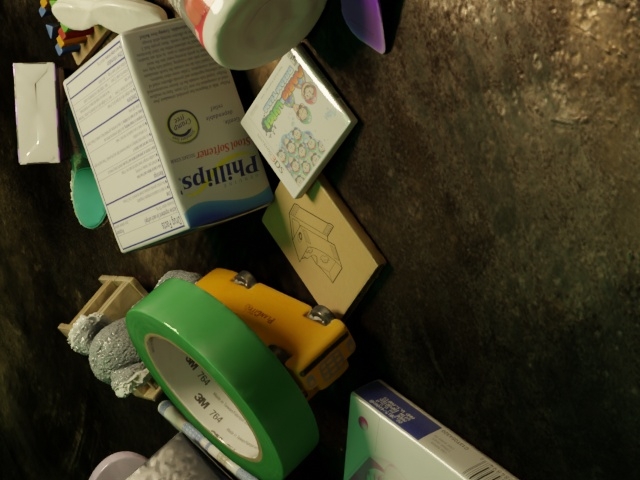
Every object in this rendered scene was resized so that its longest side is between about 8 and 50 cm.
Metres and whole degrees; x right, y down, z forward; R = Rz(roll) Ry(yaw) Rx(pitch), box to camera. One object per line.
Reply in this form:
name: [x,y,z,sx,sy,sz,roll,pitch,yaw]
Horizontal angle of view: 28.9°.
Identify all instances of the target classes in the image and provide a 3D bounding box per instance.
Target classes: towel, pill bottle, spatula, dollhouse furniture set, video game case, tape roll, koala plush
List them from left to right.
dollhouse furniture set: [-0.343,0.172,2.204,0.129,0.129,0.183,2,138,54]
koala plush: [-0.278,0.161,1.990,0.196,0.221,0.203,45,138,32]
pill bottle: [-0.144,-0.383,1.574,0.318,0.176,0.176,53,142,23]
tape roll: [-0.141,0.199,1.752,0.321,0.077,0.321,38,156,21]
towel: [-0.129,0.364,1.970,0.285,0.034,0.209,29,163,44]
video game case: [-0.031,-0.158,1.648,0.143,0.019,0.157,55,131,20]
spatula: [0.059,-0.360,1.436,0.084,0.030,0.296,40,136,39]

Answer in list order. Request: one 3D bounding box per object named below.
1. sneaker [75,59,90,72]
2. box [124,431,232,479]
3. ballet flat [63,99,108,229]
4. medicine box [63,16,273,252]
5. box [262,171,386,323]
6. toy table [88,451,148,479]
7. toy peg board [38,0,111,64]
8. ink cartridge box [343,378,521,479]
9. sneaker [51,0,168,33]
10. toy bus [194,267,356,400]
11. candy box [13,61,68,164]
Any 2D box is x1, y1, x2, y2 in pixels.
sneaker: [-0.351,-0.195,2.028,0.083,0.087,0.221,7,112,53]
box: [-0.149,0.494,1.921,0.294,0.183,0.296,42,169,33]
ballet flat: [-0.385,-0.141,2.119,0.091,0.077,0.241,3,111,7]
medicine box: [-0.229,-0.149,1.814,0.263,0.149,0.289,-16,94,60]
box: [0.000,0.000,1.708,0.201,0.021,0.164,55,143,20]
toy table: [-0.332,0.543,2.262,0.161,0.252,0.274,35,146,61]
toy peg board: [-0.426,-0.386,2.041,0.160,0.079,0.161,-31,81,55]
ink cartridge box: [0.153,0.402,1.663,0.324,0.071,0.330,32,129,41]
sneaker: [-0.314,-0.371,1.906,0.212,0.094,0.080,13,152,29]
toy bus: [-0.084,0.140,1.794,0.333,0.108,0.130,22,143,47]
candy box: [-0.470,-0.214,2.096,0.196,0.070,0.165,-143,50,-81]
